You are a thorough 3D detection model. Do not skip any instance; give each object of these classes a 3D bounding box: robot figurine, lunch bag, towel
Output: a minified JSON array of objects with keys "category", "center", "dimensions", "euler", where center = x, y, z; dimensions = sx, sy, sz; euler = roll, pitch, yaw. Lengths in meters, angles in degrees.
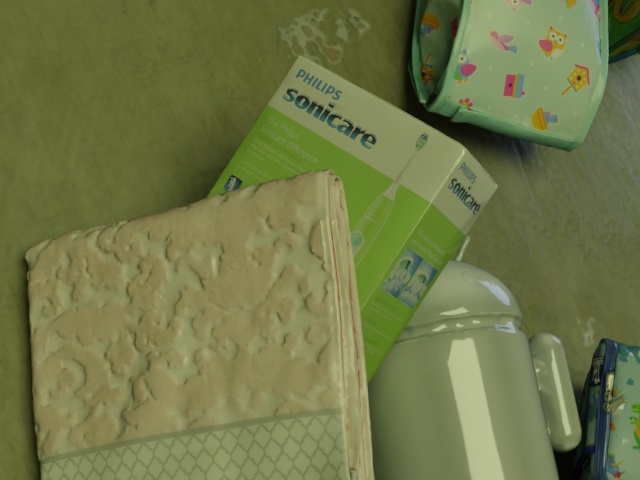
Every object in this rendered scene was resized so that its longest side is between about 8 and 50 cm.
[{"category":"robot figurine","center":[0.127,0.171,1.166],"dimensions":[0.299,0.200,0.354],"euler":[-4,74,-20]},{"category":"lunch bag","center":[0.233,-0.250,1.399],"dimensions":[0.223,0.160,0.262],"euler":[14,72,-24]},{"category":"lunch bag","center":[0.333,0.217,1.251],"dimensions":[0.090,0.219,0.176],"euler":[7,70,10]},{"category":"towel","center":[-0.120,0.117,1.011],"dimensions":[0.053,0.331,0.317],"euler":[31,49,-63]}]

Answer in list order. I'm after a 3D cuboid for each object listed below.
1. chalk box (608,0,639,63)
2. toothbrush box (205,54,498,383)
[{"category":"chalk box","center":[0.419,-0.349,1.525],"dimensions":[0.179,0.180,0.289],"euler":[-20,81,-32]},{"category":"toothbrush box","center":[0.000,0.000,1.086],"dimensions":[0.206,0.122,0.283],"euler":[33,91,28]}]
